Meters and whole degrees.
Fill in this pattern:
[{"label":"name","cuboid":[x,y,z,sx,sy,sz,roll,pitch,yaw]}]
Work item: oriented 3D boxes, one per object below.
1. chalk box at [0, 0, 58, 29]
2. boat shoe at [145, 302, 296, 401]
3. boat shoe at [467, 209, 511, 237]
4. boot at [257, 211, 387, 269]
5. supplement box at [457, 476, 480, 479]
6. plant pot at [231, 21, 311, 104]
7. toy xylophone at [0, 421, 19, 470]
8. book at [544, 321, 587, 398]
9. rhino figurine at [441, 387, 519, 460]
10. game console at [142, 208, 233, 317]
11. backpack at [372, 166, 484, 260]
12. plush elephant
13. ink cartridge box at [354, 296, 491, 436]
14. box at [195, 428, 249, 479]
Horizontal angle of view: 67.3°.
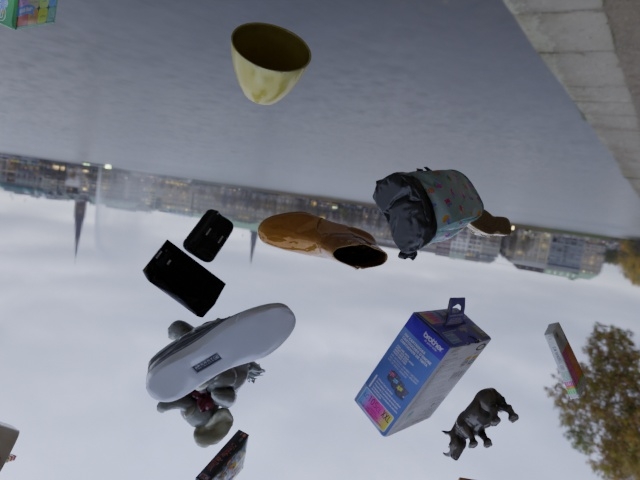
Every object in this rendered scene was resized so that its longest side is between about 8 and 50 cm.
[{"label":"chalk box","cuboid":[-0.553,-0.465,0.853,0.213,0.132,0.132,23,-152,-6]},{"label":"boat shoe","cuboid":[-0.195,0.195,0.932,0.301,0.108,0.102,-30,-149,-5]},{"label":"boat shoe","cuboid":[0.388,-0.035,1.152,0.170,0.063,0.059,12,160,-36]},{"label":"boot","cuboid":[0.001,0.001,1.158,0.295,0.104,0.211,5,-168,-11]},{"label":"supplement box","cuboid":[0.326,0.565,0.905,0.078,0.080,0.233,15,-166,-15]},{"label":"plant pot","cuboid":[-0.092,-0.293,0.826,0.134,0.134,0.095,7,143,-14]},{"label":"toy xylophone","cuboid":[-0.746,0.400,0.999,0.236,0.081,0.323,29,150,-18]},{"label":"book","cuboid":[0.538,0.261,1.059,0.035,0.144,0.096,-24,173,32]},{"label":"rhino figurine","cuboid":[0.385,0.469,1.213,0.073,0.243,0.106,21,-152,-22]},{"label":"game console","cuboid":[-0.349,0.041,1.422,0.213,0.044,0.361,41,-141,-16]},{"label":"backpack","cuboid":[0.194,-0.055,0.835,0.182,0.152,0.115,-9,167,-43]},{"label":"plush elephant","cuboid":[-0.346,0.429,1.393,0.272,0.255,0.330,40,-177,43]},{"label":"ink cartridge box","cuboid":[0.308,0.341,1.366,0.270,0.395,0.151,6,-148,-50]},{"label":"box","cuboid":[-0.320,0.748,1.552,0.044,0.159,0.233,20,-156,19]}]
